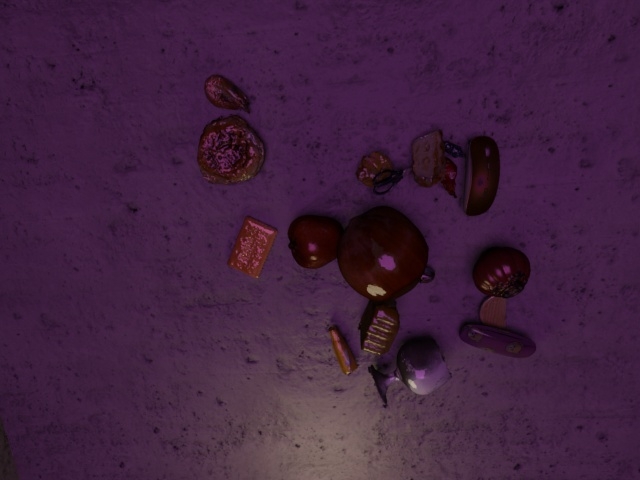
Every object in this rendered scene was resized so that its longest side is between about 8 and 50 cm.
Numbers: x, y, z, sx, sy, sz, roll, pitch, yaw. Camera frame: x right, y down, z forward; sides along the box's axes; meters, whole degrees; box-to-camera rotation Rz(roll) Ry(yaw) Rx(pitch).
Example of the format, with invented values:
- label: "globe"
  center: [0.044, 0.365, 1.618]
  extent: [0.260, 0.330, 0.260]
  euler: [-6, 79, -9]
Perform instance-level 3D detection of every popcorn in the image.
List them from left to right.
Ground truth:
- label: "popcorn"
  center: [0.213, -0.283, 1.794]
  extent: [0.145, 0.126, 0.126]
  euler: [-22, 81, 29]

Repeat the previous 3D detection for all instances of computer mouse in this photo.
- label: "computer mouse"
  center: [0.623, -0.247, 1.756]
  extent: [0.158, 0.071, 0.311]
  euler: [-8, 107, -29]

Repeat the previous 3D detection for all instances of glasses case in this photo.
- label: "glasses case"
  center: [0.754, 0.429, 1.928]
  extent: [0.316, 0.076, 0.123]
  euler: [16, 141, 1]

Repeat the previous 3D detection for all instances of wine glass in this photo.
- label: "wine glass"
  center: [0.386, 0.564, 1.944]
  extent: [0.322, 0.238, 0.238]
  euler: [-22, 102, 10]

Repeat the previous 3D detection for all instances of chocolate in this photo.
- label: "chocolate"
  center: [0.092, 0.490, 2.036]
  extent: [0.085, 0.086, 0.220]
  euler: [-23, 99, 12]

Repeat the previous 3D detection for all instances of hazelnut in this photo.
- label: "hazelnut"
  center: [0.248, 0.055, 1.770]
  extent: [0.365, 0.366, 0.366]
  euler: [2, 105, 6]

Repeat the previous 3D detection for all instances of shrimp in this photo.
- label: "shrimp"
  center: [-0.371, -0.574, 1.813]
  extent: [0.217, 0.051, 0.115]
  euler: [35, 112, -5]
- label: "shrimp"
  center: [0.370, 0.160, 1.918]
  extent: [0.232, 0.079, 0.090]
  euler: [-13, 141, 12]

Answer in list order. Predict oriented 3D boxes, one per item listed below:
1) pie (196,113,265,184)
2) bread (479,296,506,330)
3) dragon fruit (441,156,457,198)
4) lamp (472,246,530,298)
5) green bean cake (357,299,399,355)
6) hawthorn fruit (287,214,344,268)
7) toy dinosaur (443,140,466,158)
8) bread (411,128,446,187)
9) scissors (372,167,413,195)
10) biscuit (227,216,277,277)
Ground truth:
- label: "pie"
  center: [-0.363, -0.360, 1.850]
  extent: [0.307, 0.085, 0.309]
  euler: [1, 104, 5]
- label: "bread"
  center: [0.736, 0.308, 1.936]
  extent: [0.112, 0.036, 0.193]
  euler: [-3, 109, 10]
- label: "dragon fruit"
  center: [0.509, -0.250, 1.786]
  extent: [0.094, 0.094, 0.191]
  euler: [-30, 107, 13]
- label: "lamp"
  center: [0.717, 0.121, 1.803]
  extent: [0.226, 0.227, 0.227]
  euler: [2, 105, 6]
- label: "green bean cake"
  center: [0.252, 0.334, 1.894]
  extent: [0.124, 0.236, 0.233]
  euler: [19, 108, -2]
- label: "hawthorn fruit"
  center: [0.000, 0.000, 1.853]
  extent: [0.260, 0.224, 0.224]
  euler: [-7, 105, -14]
- label: "toy dinosaur"
  center: [0.532, -0.350, 1.771]
  extent: [0.154, 0.055, 0.049]
  euler: [30, 102, 0]
- label: "bread"
  center: [0.416, -0.308, 1.726]
  extent: [0.127, 0.088, 0.232]
  euler: [-9, 64, 28]
- label: "scissors"
  center: [0.333, -0.265, 1.771]
  extent: [0.299, 0.022, 0.109]
  euler: [-26, 137, -15]
- label: "biscuit"
  center: [-0.300, 0.032, 1.976]
  extent: [0.160, 0.030, 0.250]
  euler: [25, 106, -1]
